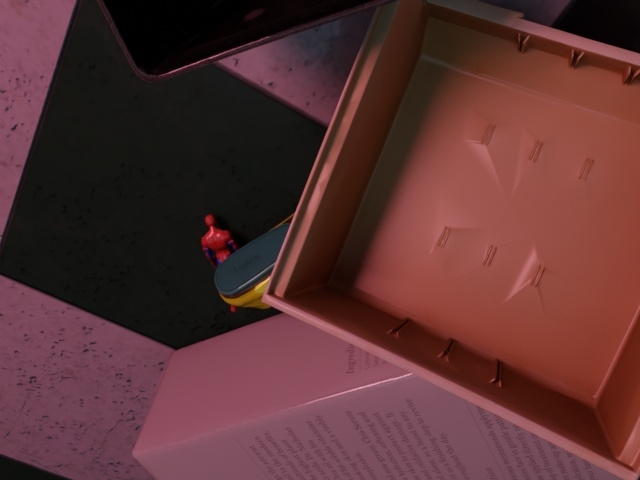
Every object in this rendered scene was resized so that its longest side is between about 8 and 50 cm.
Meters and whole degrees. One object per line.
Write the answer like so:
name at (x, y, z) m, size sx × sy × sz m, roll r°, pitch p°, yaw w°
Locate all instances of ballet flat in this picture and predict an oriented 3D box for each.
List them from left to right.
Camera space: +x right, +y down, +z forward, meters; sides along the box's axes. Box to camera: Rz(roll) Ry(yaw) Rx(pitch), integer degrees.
ballet flat at (0.000, 0.000, 0.589) m, size 0.231 × 0.077 × 0.077 m, roll -33°, pitch 139°, yaw 16°

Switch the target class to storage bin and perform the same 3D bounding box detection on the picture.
storage bin at (0.138, -0.026, 0.427) m, size 0.262 × 0.123 × 0.260 m, roll 24°, pitch 98°, yaw 17°

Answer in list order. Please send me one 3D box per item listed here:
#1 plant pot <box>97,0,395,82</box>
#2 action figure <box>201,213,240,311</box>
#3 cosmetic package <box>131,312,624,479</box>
plant pot at (-0.049, -0.237, 0.369) m, size 0.187 × 0.167 × 0.188 m, roll -14°, pitch 121°, yaw 14°
action figure at (-0.100, 0.022, 0.634) m, size 0.038 × 0.030 × 0.115 m, roll -12°, pitch 122°, yaw 7°
cosmetic package at (0.059, 0.186, 0.653) m, size 0.453 × 0.161 × 0.230 m, roll -20°, pitch 120°, yaw 16°
